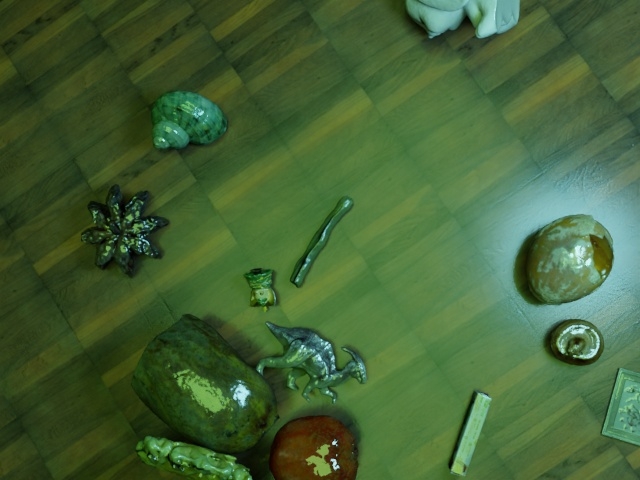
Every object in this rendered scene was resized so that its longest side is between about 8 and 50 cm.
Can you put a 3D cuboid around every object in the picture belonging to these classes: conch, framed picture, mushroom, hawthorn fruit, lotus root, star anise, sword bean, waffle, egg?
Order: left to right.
[{"bbox_3d":[-0.526,-0.028,1.912,0.223,0.109,0.236,-35,85,7],"label":"star anise"},{"bbox_3d":[-0.355,-0.309,1.908,0.188,0.122,0.176,-36,107,6],"label":"conch"},{"bbox_3d":[-0.291,0.549,1.759,0.317,0.297,0.073,19,64,2],"label":"waffle"},{"bbox_3d":[-0.268,0.366,1.779,0.346,0.250,0.250,36,90,8],"label":"lotus root"},{"bbox_3d":[-0.035,0.527,1.770,0.253,0.205,0.205,-9,84,14],"label":"hawthorn fruit"},{"bbox_3d":[0.000,-0.001,1.883,0.043,0.038,0.269,33,88,13],"label":"sword bean"},{"bbox_3d":[0.589,0.047,1.741,0.195,0.195,0.233,37,87,8],"label":"egg"},{"bbox_3d":[0.620,0.249,1.774,0.126,0.085,0.109,22,53,10],"label":"mushroom"},{"bbox_3d":[0.815,0.422,1.773,0.231,0.010,0.173,15,87,7],"label":"framed picture"}]

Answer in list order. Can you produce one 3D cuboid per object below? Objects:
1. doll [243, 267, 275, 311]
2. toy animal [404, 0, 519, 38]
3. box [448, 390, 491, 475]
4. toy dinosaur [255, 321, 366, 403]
[{"bbox_3d":[-0.148,0.121,1.889,0.078,0.077,0.113,-6,115,30],"label":"doll"},{"bbox_3d":[0.342,-0.607,1.821,0.265,0.271,0.206,11,115,29],"label":"toy animal"},{"bbox_3d":[0.366,0.472,1.798,0.041,0.050,0.207,20,88,6],"label":"box"},{"bbox_3d":[-0.030,0.312,1.842,0.294,0.077,0.162,25,88,3],"label":"toy dinosaur"}]
